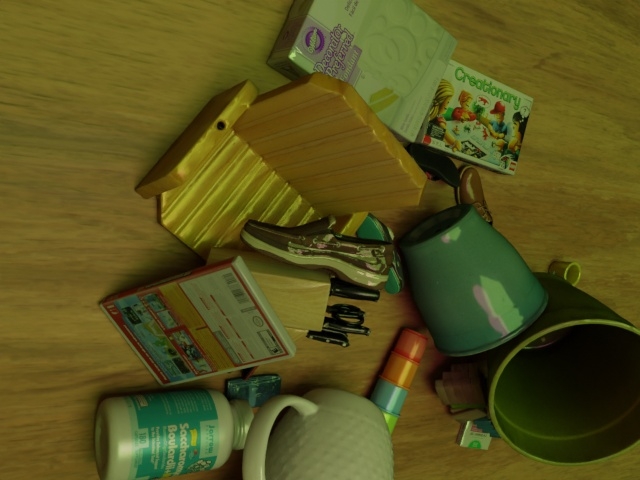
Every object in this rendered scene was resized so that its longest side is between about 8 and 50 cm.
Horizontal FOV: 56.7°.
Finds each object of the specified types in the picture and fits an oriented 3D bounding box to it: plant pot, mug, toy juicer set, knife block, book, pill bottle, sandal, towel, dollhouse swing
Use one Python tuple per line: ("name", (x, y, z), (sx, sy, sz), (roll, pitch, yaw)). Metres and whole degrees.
("plant pot", (0.311, 0.068, 1.301), (0.272, 0.272, 0.255), (-35, 100, -21))
("plant pot", (0.536, 0.253, 1.369), (0.367, 0.353, 0.366), (1, 113, 2))
("mug", (-0.017, 0.442, 1.123), (0.374, 0.276, 0.328), (50, 44, -37))
("toy juicer set", (0.618, 0.227, 1.601), (0.209, 0.089, 0.328), (-11, 105, -29))
("knife block", (-0.032, 0.077, 1.032), (0.242, 0.088, 0.275), (-34, 110, 8))
("book", (0.418, 0.474, 1.564), (0.096, 0.035, 0.144), (16, 91, -27))
("pill bottle", (-0.256, 0.343, 1.063), (0.264, 0.146, 0.146), (2, 98, -31))
("sandal", (0.249, -0.166, 1.329), (0.179, 0.040, 0.067), (21, 57, -34))
("towel", (-0.135, 0.307, 1.197), (0.120, 0.029, 0.067), (0, 100, -31))
("dollhouse swing", (-0.055, -0.068, 1.014), (0.347, 0.305, 0.315), (44, 76, -31))

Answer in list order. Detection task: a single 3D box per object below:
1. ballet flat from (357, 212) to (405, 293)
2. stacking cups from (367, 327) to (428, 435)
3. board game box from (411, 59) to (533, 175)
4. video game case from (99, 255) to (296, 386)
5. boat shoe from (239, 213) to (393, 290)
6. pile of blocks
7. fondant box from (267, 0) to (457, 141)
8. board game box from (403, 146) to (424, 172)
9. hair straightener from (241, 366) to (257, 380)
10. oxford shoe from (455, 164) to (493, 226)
("ballet flat", (0.136, 0.019, 1.290), (0.074, 0.074, 0.203), (-31, 108, -23))
("stacking cups", (0.162, 0.357, 1.348), (0.096, 0.096, 0.316), (32, 82, -31))
("board game box", (0.352, -0.278, 1.366), (0.305, 0.053, 0.192), (11, 93, -32))
("video game case", (-0.208, 0.146, 1.008), (0.204, 0.285, 0.025), (62, 25, -24))
("boat shoe", (-0.001, -0.002, 0.988), (0.258, 0.095, 0.095), (18, 101, -10))
("pile of blocks", (0.421, 0.400, 1.497), (0.362, 0.149, 0.112), (39, 41, -25))
("fondant box", (0.091, -0.372, 1.167), (0.330, 0.096, 0.238), (26, 86, -31))
("board game box", (0.177, -0.139, 1.299), (0.169, 0.033, 0.133), (-1, 100, -31))
("hair straightener", (-0.112, 0.170, 1.126), (0.089, 0.047, 0.230), (31, 112, -30))
("oxford shoe", (0.376, -0.076, 1.408), (0.076, 0.076, 0.212), (-22, 108, -24))
